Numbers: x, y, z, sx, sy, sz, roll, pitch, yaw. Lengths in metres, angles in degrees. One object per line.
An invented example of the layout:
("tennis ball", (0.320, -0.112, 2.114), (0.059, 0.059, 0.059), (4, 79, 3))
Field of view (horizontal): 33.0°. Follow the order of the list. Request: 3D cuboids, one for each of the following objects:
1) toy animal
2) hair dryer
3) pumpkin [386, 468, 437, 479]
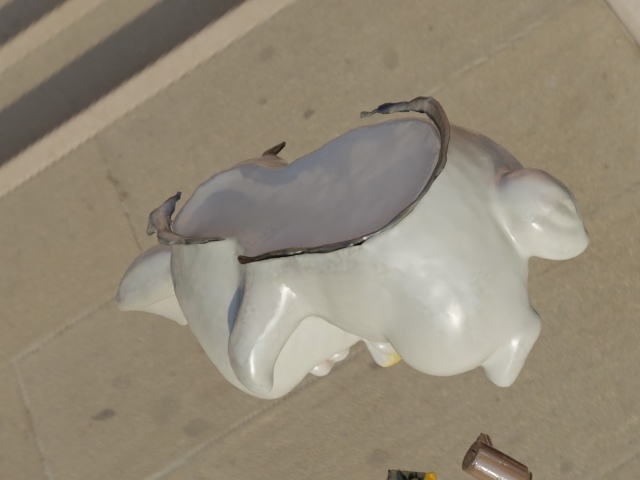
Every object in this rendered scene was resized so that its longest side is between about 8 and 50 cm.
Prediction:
("toy animal", (-0.001, 0.005, 0.686), (0.208, 0.154, 0.325), (-48, 36, -19))
("hair dryer", (0.311, 0.391, 1.962), (0.117, 0.182, 0.064), (29, 100, -6))
("pumpkin", (0.141, 0.400, 1.708), (0.083, 0.054, 0.074), (-5, 76, 39))
